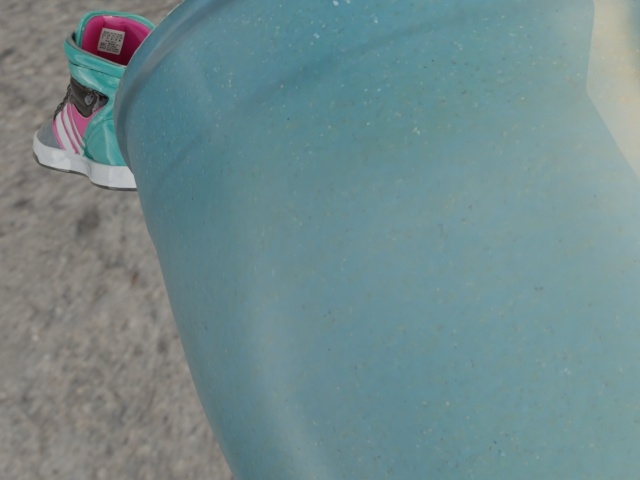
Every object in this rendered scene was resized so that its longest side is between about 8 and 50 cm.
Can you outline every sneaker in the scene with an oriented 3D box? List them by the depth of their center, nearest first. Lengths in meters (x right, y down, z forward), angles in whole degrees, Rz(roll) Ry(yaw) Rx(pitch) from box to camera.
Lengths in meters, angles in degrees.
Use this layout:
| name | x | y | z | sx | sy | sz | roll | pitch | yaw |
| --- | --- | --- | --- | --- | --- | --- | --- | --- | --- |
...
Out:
| name | x | y | z | sx | sy | sz | roll | pitch | yaw |
| --- | --- | --- | --- | --- | --- | --- | --- | --- | --- |
| sneaker | -0.235 | -0.158 | 1.492 | 0.124 | 0.295 | 0.178 | -2 | 101 | -31 |

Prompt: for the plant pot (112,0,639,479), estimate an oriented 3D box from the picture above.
| name | x | y | z | sx | sy | sz | roll | pitch | yaw |
| --- | --- | --- | --- | --- | --- | --- | --- | --- | --- |
| plant pot | 0.075 | 0.042 | 0.538 | 0.272 | 0.272 | 0.255 | -19 | 67 | 14 |
